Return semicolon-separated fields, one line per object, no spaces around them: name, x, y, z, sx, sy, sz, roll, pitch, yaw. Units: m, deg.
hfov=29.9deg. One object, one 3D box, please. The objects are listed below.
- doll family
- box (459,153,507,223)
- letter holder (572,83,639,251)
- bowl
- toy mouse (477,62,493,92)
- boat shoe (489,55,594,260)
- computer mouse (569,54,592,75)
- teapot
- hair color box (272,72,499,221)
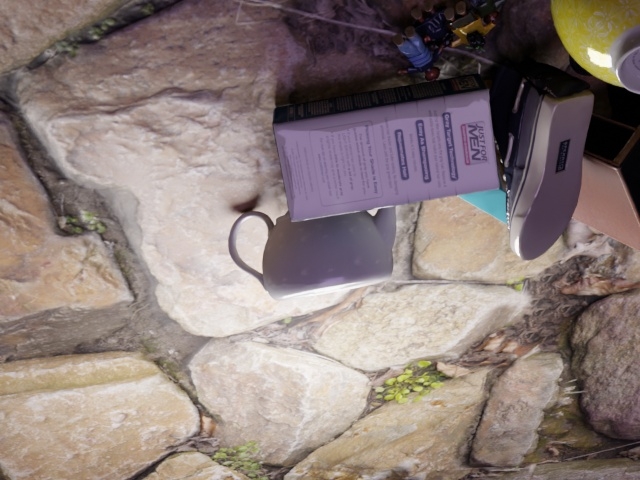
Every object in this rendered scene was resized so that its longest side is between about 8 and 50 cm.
doll family;0.200;-0.318;1.855;0.193;0.076;0.111;-20;147;21
box;0.312;-0.099;2.142;0.244;0.101;0.060;25;131;-38
letter holder;0.513;-0.137;2.113;0.152;0.214;0.302;-53;140;-11
bowl;0.477;-0.303;1.713;0.289;0.156;0.289;4;146;3
toy mouse;0.247;-0.214;2.032;0.143;0.031;0.161;-27;140;22
boat shoe;0.345;-0.143;1.989;0.127;0.158;0.341;-14;129;-30
computer mouse;0.522;-0.333;1.921;0.262;0.060;0.184;-32;135;9
teapot;0.000;0.000;2.143;0.256;0.187;0.252;-9;175;-30
hair color box;0.107;-0.152;1.956;0.347;0.105;0.174;-9;112;3
